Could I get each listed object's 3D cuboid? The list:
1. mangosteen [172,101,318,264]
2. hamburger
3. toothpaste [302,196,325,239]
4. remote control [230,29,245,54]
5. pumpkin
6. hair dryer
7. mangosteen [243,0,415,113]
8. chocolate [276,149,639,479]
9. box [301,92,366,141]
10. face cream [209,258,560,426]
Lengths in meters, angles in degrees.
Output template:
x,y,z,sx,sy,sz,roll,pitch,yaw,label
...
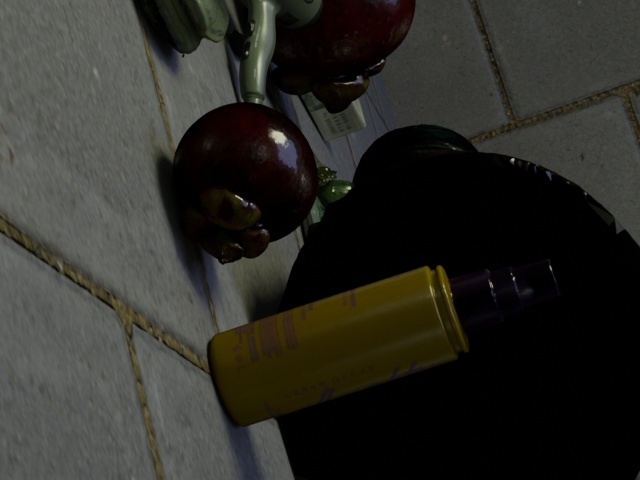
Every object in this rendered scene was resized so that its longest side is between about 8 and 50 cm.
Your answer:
x,y,z,sx,sy,sz,roll,pitch,yaw,label
-0.065,-0.040,1.342,0.140,0.140,0.140,-18,90,-82,mangosteen
-0.131,-0.235,1.490,0.140,0.062,0.133,41,28,-70,hamburger
0.000,0.000,1.936,0.064,0.041,0.218,54,15,-48,toothpaste
-0.088,-0.223,1.902,0.034,0.016,0.091,56,7,5,remote control
0.089,-0.041,2.101,0.248,0.248,0.248,-18,90,-82,pumpkin
-0.095,-0.272,1.797,0.219,0.088,0.225,53,42,-29,hair dryer
0.009,-0.269,2.042,0.215,0.215,0.257,-97,-173,-53,mangosteen
0.126,0.103,1.617,0.331,0.384,0.383,119,-46,-82,chocolate
-0.013,-0.275,2.327,0.256,0.069,0.164,59,15,-60,box
0.052,0.070,1.285,0.078,0.273,0.078,-18,90,-82,face cream
